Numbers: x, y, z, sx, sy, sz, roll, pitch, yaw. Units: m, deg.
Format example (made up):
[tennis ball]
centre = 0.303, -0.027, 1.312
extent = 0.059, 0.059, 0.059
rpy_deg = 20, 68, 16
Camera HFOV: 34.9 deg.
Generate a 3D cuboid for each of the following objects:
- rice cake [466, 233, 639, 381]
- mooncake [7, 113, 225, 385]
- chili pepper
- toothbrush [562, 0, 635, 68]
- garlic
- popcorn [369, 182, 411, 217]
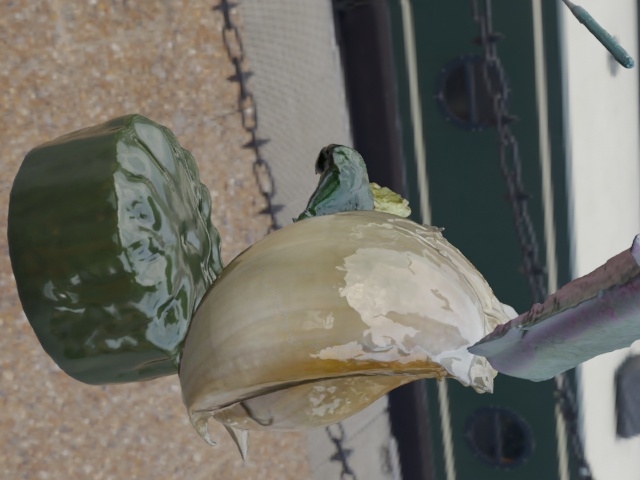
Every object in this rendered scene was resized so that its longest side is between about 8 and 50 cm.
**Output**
[rice cake]
centre = 0.175, 0.041, 0.660
extent = 0.290, 0.081, 0.051
rpy_deg = 124, -24, -67
[mooncake]
centre = -0.251, 0.014, 1.369
extent = 0.356, 0.194, 0.357
rpy_deg = -12, 90, -75
[chili pepper]
centre = 0.005, 0.006, 1.323
extent = 0.148, 0.116, 0.265
rpy_deg = 91, 23, -83
[toothbrush]
centre = 0.215, -0.183, 0.826
extent = 0.167, 0.011, 0.014
rpy_deg = -109, -172, -50
[garlic]
centre = 0.010, 0.082, 0.910
extent = 0.286, 0.312, 0.250
rpy_deg = -55, 132, -57
[popcorn]
centre = 0.075, -0.043, 1.872
extent = 0.195, 0.168, 0.173
rpy_deg = -5, 141, -54
